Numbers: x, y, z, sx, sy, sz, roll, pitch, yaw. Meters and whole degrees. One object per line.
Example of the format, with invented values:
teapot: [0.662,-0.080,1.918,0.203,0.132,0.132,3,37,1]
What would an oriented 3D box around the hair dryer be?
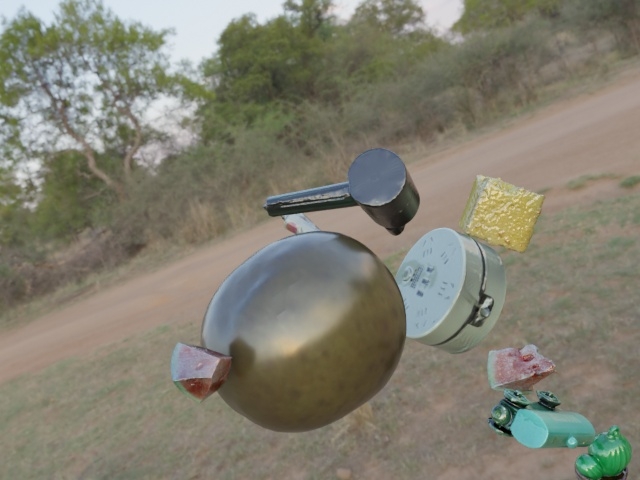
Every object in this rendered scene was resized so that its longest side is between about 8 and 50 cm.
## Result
hair dryer: [0.045,-0.077,1.305,0.303,0.116,0.244,-6,-16,15]

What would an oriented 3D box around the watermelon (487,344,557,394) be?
watermelon: [0.446,0.288,1.472,0.121,0.097,0.158,-1,-27,-7]

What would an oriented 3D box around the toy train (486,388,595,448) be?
toy train: [0.460,0.379,1.331,0.248,0.101,0.159,14,10,-40]

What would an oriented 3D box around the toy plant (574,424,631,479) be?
toy plant: [0.641,0.510,1.476,0.143,0.200,0.105,-14,25,-19]

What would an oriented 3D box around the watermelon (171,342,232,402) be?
watermelon: [-0.171,0.180,0.936,0.072,0.092,0.084,-34,1,8]

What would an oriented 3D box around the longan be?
longan: [-0.026,0.152,1.111,0.361,0.360,0.361,-21,9,3]

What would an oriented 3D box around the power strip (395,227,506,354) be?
power strip: [0.358,0.143,1.820,0.357,0.162,0.357,-48,29,38]

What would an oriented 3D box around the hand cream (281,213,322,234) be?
hand cream: [0.000,0.000,2.104,0.077,0.341,0.124,-53,-15,0]

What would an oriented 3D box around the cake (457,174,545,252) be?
cake: [0.631,-0.104,2.288,0.223,0.227,0.286,20,10,2]
